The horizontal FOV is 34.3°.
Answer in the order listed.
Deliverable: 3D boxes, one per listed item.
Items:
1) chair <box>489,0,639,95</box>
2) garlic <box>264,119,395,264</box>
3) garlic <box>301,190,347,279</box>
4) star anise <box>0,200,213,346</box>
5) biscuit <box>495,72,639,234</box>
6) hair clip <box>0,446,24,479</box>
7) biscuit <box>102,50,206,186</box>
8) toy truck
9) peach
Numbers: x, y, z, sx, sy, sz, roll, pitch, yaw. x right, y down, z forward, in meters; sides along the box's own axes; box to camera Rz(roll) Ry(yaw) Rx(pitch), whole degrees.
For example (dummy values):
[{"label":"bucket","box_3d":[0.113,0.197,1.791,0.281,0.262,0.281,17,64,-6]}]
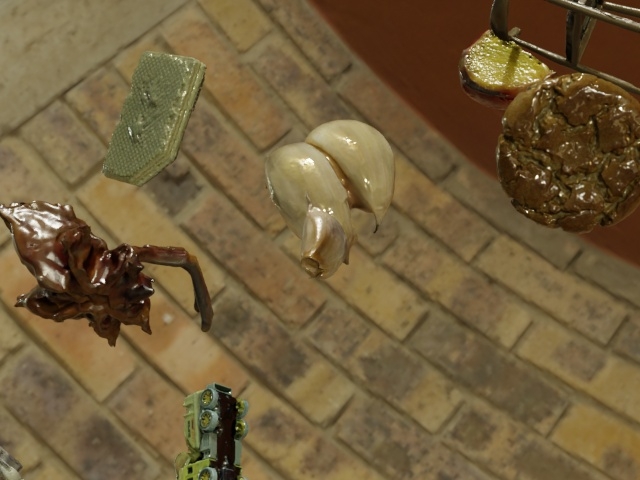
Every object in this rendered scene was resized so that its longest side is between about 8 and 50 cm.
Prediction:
[{"label":"chair","box_3d":[0.421,-0.367,1.623,0.272,0.166,0.188,20,-21,18]},{"label":"garlic","box_3d":[0.014,-0.119,2.203,0.313,0.286,0.249,-127,-142,-56]},{"label":"garlic","box_3d":[0.008,0.000,1.695,0.066,0.152,0.084,-9,-36,25]},{"label":"star anise","box_3d":[-0.283,0.057,1.403,0.346,0.148,0.237,23,-36,-33]},{"label":"biscuit","box_3d":[0.343,-0.114,1.395,0.226,0.226,0.042,50,6,-9]},{"label":"hair clip","box_3d":[-0.448,0.260,1.378,0.140,0.054,0.220,1,-53,50]},{"label":"biscuit","box_3d":[-0.310,-0.221,1.902,0.150,0.252,0.052,18,-2,37]},{"label":"toy truck","box_3d":[-0.181,0.329,1.651,0.116,0.191,0.085,-23,-33,36]},{"label":"peach","box_3d":[0.318,-0.280,1.765,0.172,0.127,0.092,16,-18,19]}]
